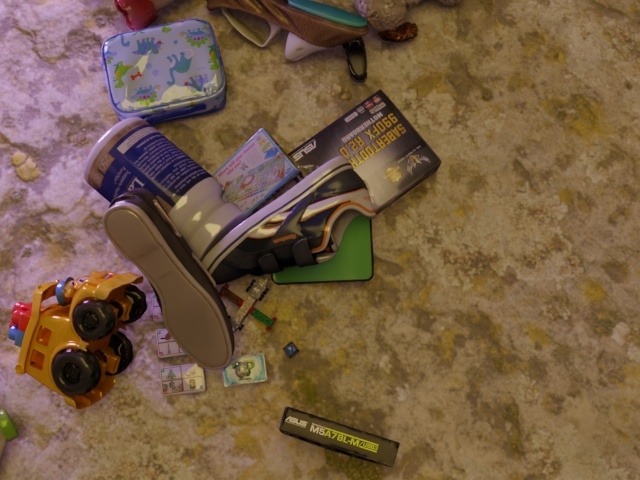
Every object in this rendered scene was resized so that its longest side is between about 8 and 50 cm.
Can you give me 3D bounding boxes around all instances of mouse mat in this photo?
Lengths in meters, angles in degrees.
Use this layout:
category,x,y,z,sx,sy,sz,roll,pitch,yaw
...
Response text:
category,x,y,z,sx,sy,sz,roll,pitch,yaw
mouse mat,0.000,0.000,1.493,0.190,0.007,0.152,-3,88,14

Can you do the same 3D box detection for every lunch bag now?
category,x,y,z,sx,sy,sz,roll,pitch,yaw
lunch bag,-0.289,-0.306,1.564,0.219,0.090,0.176,-14,75,-5

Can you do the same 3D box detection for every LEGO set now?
category,x,y,z,sx,sy,sz,roll,pitch,yaw
LEGO set,-0.163,0.166,1.475,0.245,0.060,0.182,-9,81,3

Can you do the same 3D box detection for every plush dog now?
category,x,y,z,sx,sy,sz,roll,pitch,yaw
plush dog,0.132,-0.502,1.585,0.211,0.262,0.225,6,61,34

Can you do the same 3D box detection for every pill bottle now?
category,x,y,z,sx,sy,sz,roll,pitch,yaw
pill bottle,-0.269,-0.082,1.472,0.265,0.153,0.153,39,77,9

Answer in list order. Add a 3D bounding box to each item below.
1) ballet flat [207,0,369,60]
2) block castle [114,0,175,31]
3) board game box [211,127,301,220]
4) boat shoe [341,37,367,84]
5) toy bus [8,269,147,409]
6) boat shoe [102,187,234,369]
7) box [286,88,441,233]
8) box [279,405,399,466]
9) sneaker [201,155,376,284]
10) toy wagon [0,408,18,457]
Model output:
category,x,y,z,sx,sy,sz,roll,pitch,yaw
ballet flat,-0.075,-0.417,1.590,0.343,0.116,0.124,26,116,11
block castle,-0.440,-0.620,1.536,0.213,0.303,0.453,-36,78,-9
board game box,-0.125,-0.113,1.521,0.154,0.026,0.103,-41,79,12
boat shoe,0.066,-0.362,1.617,0.046,0.038,0.125,-5,75,-3
toy bus,-0.418,0.135,1.392,0.212,0.149,0.220,22,103,12
boat shoe,-0.231,0.059,1.389,0.112,0.095,0.335,-21,111,24
box,0.075,-0.141,1.548,0.231,0.056,0.183,-36,78,-10
box,0.026,0.317,1.354,0.184,0.190,0.045,15,76,3
sneaker,-0.053,-0.002,1.429,0.321,0.126,0.127,-37,79,4
toy wagon,-0.629,0.345,1.349,0.267,0.068,0.344,-30,103,-21
